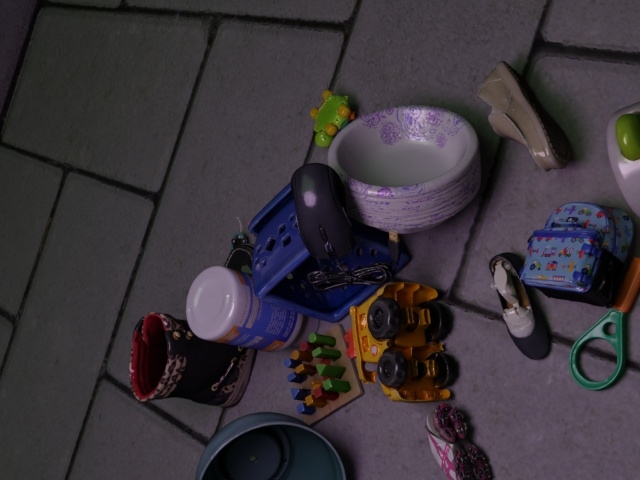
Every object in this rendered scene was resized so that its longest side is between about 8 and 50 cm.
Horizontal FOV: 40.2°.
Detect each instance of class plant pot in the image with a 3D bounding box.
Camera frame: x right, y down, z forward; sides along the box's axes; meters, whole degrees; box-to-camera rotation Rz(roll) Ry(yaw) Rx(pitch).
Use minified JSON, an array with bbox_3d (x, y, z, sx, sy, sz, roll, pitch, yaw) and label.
[{"bbox_3d":[-0.117,0.462,1.732,0.293,0.293,0.196,-67,19,4],"label":"plant pot"},{"bbox_3d":[0.000,0.000,1.776,0.236,0.236,0.212,-42,48,26],"label":"plant pot"}]

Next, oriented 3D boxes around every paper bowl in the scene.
[{"bbox_3d":[0.162,-0.123,1.664,0.284,0.148,0.284,-7,39,6],"label":"paper bowl"}]

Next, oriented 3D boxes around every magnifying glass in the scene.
[{"bbox_3d":[0.481,0.137,1.438,0.092,0.026,0.231,27,98,44],"label":"magnifying glass"}]

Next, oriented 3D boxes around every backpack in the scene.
[{"bbox_3d":[0.428,0.010,1.451,0.158,0.116,0.173,10,75,54],"label":"backpack"}]

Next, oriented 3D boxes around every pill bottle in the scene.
[{"bbox_3d":[-0.131,0.150,1.814,0.152,0.272,0.152,-15,67,38],"label":"pill bottle"}]

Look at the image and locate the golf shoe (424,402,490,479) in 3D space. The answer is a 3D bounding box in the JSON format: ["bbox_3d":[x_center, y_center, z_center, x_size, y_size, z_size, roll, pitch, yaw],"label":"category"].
[{"bbox_3d":[0.243,0.388,1.558,0.086,0.067,0.186,119,138,-50],"label":"golf shoe"}]

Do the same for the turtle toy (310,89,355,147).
[{"bbox_3d":[0.026,-0.264,1.939,0.130,0.066,0.095,-54,47,17],"label":"turtle toy"}]

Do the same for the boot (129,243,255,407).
[{"bbox_3d":[-0.254,0.182,1.894,0.138,0.284,0.378,19,94,36],"label":"boot"}]

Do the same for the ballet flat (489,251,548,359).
[{"bbox_3d":[0.341,0.112,1.539,0.074,0.074,0.203,-29,60,33],"label":"ballet flat"}]

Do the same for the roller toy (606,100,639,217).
[{"bbox_3d":[0.545,-0.133,1.347,0.146,0.209,0.191,-21,99,37],"label":"roller toy"}]

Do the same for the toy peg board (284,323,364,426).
[{"bbox_3d":[-0.014,0.275,1.804,0.160,0.079,0.161,-37,55,28],"label":"toy peg board"}]

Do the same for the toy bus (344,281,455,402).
[{"bbox_3d":[0.129,0.211,1.662,0.211,0.149,0.220,-29,61,48],"label":"toy bus"}]

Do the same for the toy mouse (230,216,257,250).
[{"bbox_3d":[-0.163,-0.002,2.055,0.161,0.031,0.143,-48,51,21],"label":"toy mouse"}]

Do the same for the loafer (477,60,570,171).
[{"bbox_3d":[0.367,-0.214,1.600,0.092,0.101,0.269,-42,44,27],"label":"loafer"}]

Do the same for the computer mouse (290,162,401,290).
[{"bbox_3d":[0.047,-0.014,1.557,0.184,0.262,0.060,-4,29,11],"label":"computer mouse"}]
